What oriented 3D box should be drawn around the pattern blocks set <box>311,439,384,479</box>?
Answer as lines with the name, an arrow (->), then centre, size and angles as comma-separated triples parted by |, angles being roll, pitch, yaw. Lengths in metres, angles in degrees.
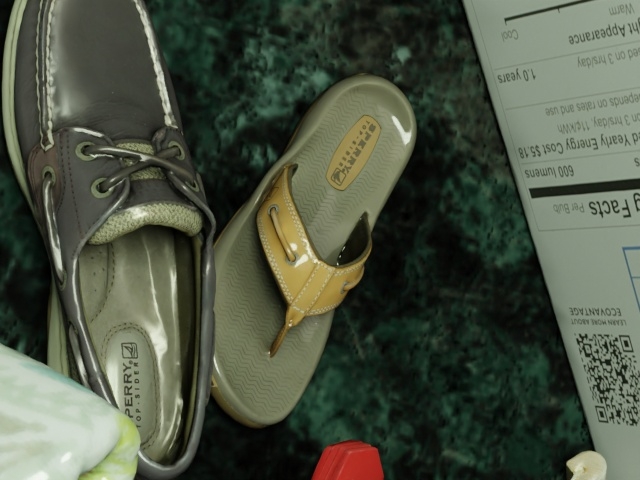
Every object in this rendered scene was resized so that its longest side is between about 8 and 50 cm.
pattern blocks set -> -0.037, 0.292, 1.009 | 0.325, 0.026, 0.285 | -48, 133, -33

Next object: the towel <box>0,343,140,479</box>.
towel -> -0.297, 0.158, 0.781 | 0.374, 0.320, 0.090 | -55, 153, -19

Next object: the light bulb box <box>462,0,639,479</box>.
light bulb box -> 0.297, -0.042, 1.093 | 0.225, 0.358, 0.361 | -21, 98, -27

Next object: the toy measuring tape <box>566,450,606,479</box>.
toy measuring tape -> 0.134, 0.287, 1.113 | 0.121, 0.121, 0.330 | 34, 70, -24

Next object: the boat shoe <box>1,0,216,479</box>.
boat shoe -> -0.100, -0.011, 1.014 | 0.102, 0.092, 0.285 | -3, 88, -30

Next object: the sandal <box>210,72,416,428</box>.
sandal -> 0.000, 0.000, 1.090 | 0.090, 0.060, 0.219 | 40, 69, -22
